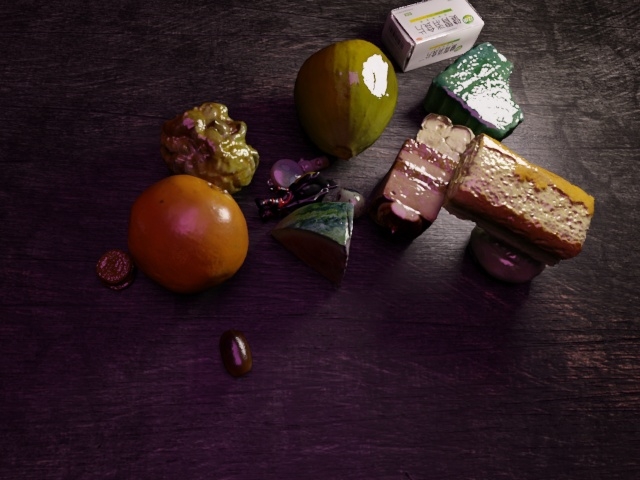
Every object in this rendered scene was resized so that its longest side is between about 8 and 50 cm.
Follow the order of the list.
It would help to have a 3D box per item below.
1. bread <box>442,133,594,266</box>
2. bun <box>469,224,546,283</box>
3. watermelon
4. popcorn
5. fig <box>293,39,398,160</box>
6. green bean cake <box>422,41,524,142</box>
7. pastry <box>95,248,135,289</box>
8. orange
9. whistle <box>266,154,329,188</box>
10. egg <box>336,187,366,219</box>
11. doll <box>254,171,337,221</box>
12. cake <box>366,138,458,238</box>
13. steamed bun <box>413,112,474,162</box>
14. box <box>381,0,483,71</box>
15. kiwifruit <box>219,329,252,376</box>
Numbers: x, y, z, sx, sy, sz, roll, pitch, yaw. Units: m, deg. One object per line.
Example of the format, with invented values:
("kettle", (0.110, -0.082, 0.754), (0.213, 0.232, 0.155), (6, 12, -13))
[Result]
("bread", (0.540, -0.116, 1.348), (0.375, 0.165, 0.236), (27, 70, -3))
("bun", (0.579, 0.011, 1.475), (0.239, 0.141, 0.239), (3, 63, -7))
("watermelon", (0.000, 0.000, 1.372), (0.231, 0.310, 0.193), (31, 58, -36))
("popcorn", (-0.311, -0.248, 1.408), (0.282, 0.247, 0.282), (9, 63, -17))
("fig", (0.075, -0.424, 1.510), (0.343, 0.343, 0.343), (3, 65, -7))
("green bean cake", (0.551, -0.480, 1.682), (0.300, 0.169, 0.308), (-39, 77, -20))
("pastry", (-0.551, 0.078, 1.321), (0.097, 0.057, 0.109), (-5, 66, -9))
("orange", (-0.337, -0.014, 1.262), (0.312, 0.312, 0.312), (3, 65, -7))
("whistle", (-0.071, -0.213, 1.528), (0.220, 0.057, 0.107), (-26, 87, -23))
("egg", (0.091, -0.114, 1.490), (0.085, 0.085, 0.110), (-19, 60, -16))
("doll", (-0.071, -0.136, 1.454), (0.248, 0.127, 0.088), (-23, 82, -8))
("cake", (0.266, -0.124, 1.467), (0.196, 0.199, 0.293), (28, 69, -1))
("steamed bun", (0.394, -0.301, 1.607), (0.177, 0.106, 0.192), (23, 85, 16))
("box", (0.404, -0.764, 1.798), (0.333, 0.145, 0.173), (-23, 70, -18))
("kiwifruit", (-0.219, 0.291, 1.267), (0.075, 0.075, 0.124), (-18, 66, -16))
